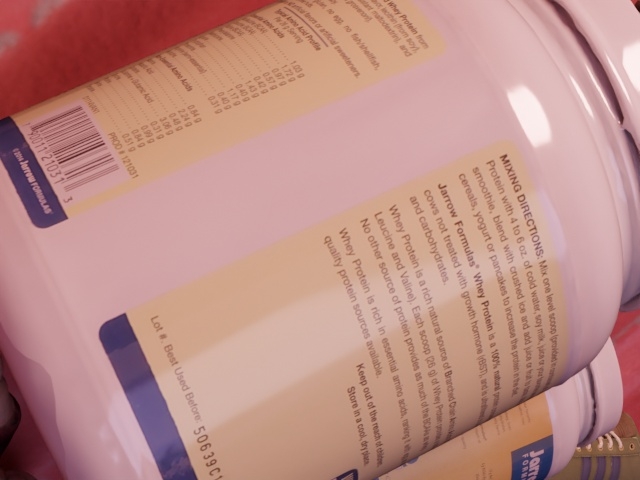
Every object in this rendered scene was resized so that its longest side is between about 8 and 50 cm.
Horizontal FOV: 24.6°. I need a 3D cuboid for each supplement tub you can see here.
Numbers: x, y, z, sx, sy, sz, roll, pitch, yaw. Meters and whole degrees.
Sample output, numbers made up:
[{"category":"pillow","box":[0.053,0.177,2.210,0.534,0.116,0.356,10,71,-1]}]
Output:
[{"category":"supplement tub","box":[0.000,0.000,0.728,0.325,0.235,0.235,-25,132,-12]},{"category":"supplement tub","box":[0.068,0.098,0.899,0.199,0.144,0.144,-20,130,-16]}]

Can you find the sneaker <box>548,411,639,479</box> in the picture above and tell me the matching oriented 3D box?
[{"category":"sneaker","box":[0.191,0.155,1.074,0.086,0.064,0.192,-51,132,2]}]

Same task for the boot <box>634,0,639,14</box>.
[{"category":"boot","box":[0.151,-0.097,0.882,0.106,0.037,0.114,16,118,-35]}]

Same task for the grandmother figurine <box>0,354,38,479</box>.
[{"category":"grandmother figurine","box":[-0.246,0.091,0.748,0.207,0.104,0.342,-9,142,22]}]
